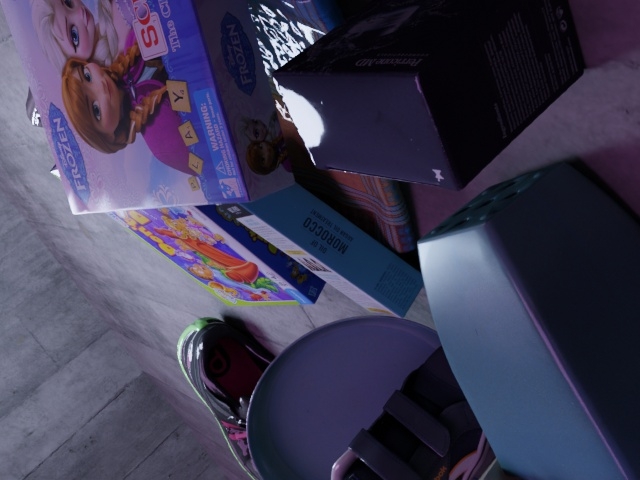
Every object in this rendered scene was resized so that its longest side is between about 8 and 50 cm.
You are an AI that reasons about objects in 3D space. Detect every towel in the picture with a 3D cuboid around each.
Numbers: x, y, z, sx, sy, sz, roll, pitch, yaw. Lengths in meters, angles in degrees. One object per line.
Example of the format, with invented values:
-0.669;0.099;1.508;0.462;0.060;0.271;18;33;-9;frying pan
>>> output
-0.043;-0.145;0.820;0.272;0.040;0.370;25;153;37;towel

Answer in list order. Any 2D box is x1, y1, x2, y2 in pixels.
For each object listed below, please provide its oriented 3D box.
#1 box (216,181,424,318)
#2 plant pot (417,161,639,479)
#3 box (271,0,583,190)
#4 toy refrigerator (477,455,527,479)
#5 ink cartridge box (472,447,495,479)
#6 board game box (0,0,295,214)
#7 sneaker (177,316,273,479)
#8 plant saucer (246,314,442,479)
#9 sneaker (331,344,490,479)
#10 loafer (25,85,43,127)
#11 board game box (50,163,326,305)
0.000;0.000;0.895;0.244;0.060;0.100;36;169;-15;box
0.203;0.064;0.652;0.234;0.166;0.165;59;154;-6;plant pot
0.079;-0.124;0.564;0.156;0.158;0.093;15;139;49;box
0.219;0.266;0.791;0.102;0.269;0.094;38;110;18;toy refrigerator
0.220;0.343;1.001;0.072;0.175;0.127;29;149;35;ink cartridge box
-0.192;-0.188;0.747;0.318;0.066;0.318;-2;108;45;board game box
-0.123;0.368;1.588;0.482;0.185;0.202;49;159;-5;sneaker
0.061;0.238;1.012;0.317;0.318;0.043;56;-173;-17;plant saucer
0.105;0.261;0.902;0.128;0.321;0.126;19;-176;-40;sneaker
-0.277;-0.256;0.923;0.319;0.112;0.111;-40;69;35;loafer
-0.176;-0.035;1.062;0.347;0.078;0.233;41;153;-27;board game box
